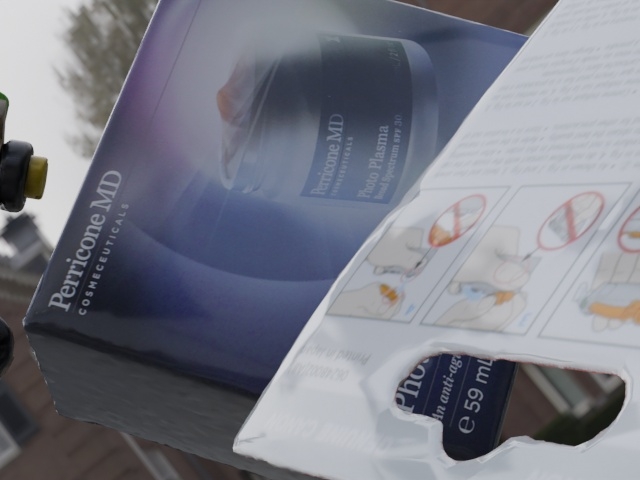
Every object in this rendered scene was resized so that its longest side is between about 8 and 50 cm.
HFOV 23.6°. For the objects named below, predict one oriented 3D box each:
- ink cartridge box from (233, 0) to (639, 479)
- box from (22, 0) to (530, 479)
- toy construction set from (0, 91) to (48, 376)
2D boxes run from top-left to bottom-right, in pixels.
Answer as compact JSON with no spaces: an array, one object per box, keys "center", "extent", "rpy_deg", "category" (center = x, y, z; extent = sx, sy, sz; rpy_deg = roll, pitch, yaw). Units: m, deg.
[{"center":[0.171,-0.032,0.571],"extent":[0.385,0.091,0.308],"rpy_deg":[-53,24,-19],"category":"ink cartridge box"},{"center":[0.000,0.000,1.014],"extent":[0.183,0.294,0.296],"rpy_deg":[91,-164,-65],"category":"box"},{"center":[-0.345,-0.041,1.154],"extent":[0.309,0.257,0.237],"rpy_deg":[58,-137,-61],"category":"toy construction set"}]
